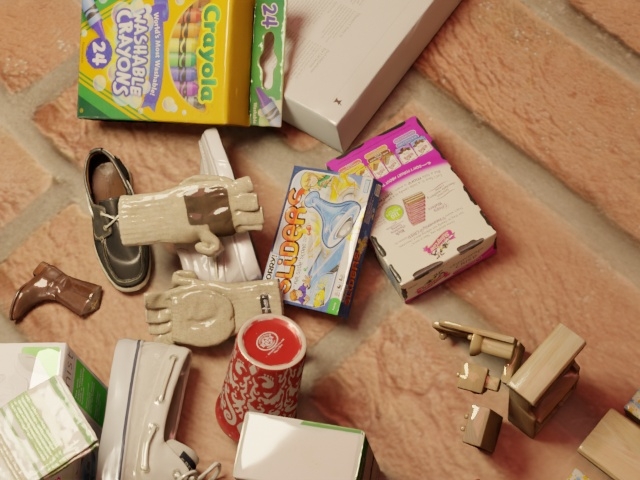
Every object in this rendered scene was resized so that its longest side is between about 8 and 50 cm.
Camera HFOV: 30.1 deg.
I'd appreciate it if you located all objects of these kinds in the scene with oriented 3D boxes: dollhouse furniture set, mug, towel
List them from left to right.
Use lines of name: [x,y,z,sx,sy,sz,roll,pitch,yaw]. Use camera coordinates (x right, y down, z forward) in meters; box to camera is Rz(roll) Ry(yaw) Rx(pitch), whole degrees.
towel: [-0.354,0.244,1.433,0.152,0.023,0.113,-33,64,-10]
mug: [-0.075,0.169,1.590,0.113,0.169,0.150,7,49,-5]
dollhouse furniture set: [0.185,0.189,1.583,0.123,0.144,0.151,13,81,20]
dollhouse furniture set: [0.362,0.242,1.504,0.242,0.161,0.212,37,74,23]

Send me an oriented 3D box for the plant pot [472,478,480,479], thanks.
plant pot: [0.100,0.445,1.403,0.267,0.267,0.235,-21,75,-2]

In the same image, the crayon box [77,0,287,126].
crayon box: [-0.215,-0.279,1.809,0.323,0.083,0.203,5,94,24]

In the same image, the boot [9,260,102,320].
boot: [-0.390,0.093,1.764,0.114,0.037,0.106,25,72,14]

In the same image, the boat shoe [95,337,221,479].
boat shoe: [-0.212,0.306,1.589,0.156,0.136,0.367,3,57,-1]

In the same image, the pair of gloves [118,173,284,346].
pair of gloves: [-0.167,0.029,1.682,0.204,0.042,0.240,-14,93,3]

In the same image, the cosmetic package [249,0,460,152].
cosmetic package: [0.024,-0.358,1.889,0.284,0.097,0.377,30,72,23]

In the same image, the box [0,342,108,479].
box: [-0.369,0.292,1.550,0.127,0.231,0.262,-1,63,8]

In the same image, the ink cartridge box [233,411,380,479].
ink cartridge box: [-0.012,0.294,1.509,0.153,0.208,0.087,7,68,12]

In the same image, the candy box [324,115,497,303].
candy box: [0.131,-0.047,1.732,0.159,0.071,0.233,-28,62,-5]

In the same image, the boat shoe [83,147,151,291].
boat shoe: [-0.311,-0.031,1.789,0.084,0.079,0.233,-15,64,-1]

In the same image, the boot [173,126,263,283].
boot: [-0.174,-0.040,1.757,0.123,0.095,0.258,-16,68,0]

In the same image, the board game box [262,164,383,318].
board game box: [0.000,0.000,1.700,0.136,0.035,0.201,10,82,31]
